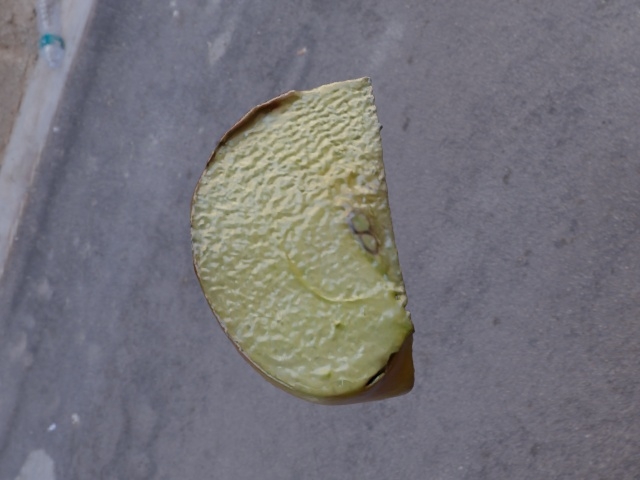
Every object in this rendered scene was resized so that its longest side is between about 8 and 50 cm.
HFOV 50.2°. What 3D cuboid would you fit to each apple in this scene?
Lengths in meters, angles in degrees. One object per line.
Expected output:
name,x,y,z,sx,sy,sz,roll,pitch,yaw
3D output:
apple,0.000,0.000,0.699,0.179,0.254,0.346,-21,61,29
